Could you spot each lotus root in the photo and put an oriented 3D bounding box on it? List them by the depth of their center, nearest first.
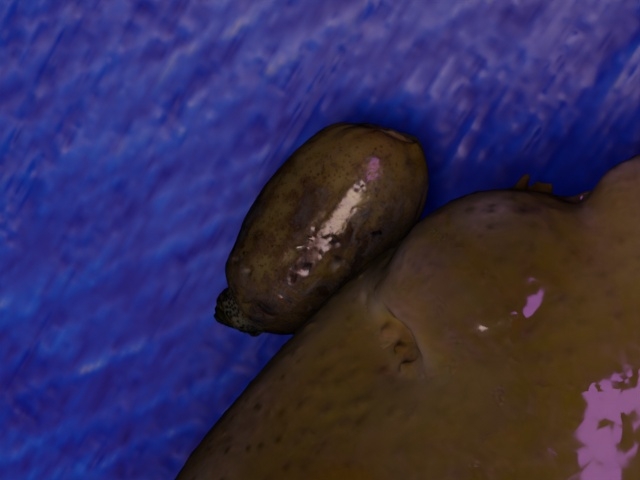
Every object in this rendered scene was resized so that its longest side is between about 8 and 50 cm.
[{"bbox_3d":[0.000,0.000,0.679,0.049,0.054,0.099,46,109,16],"label":"lotus root"}]

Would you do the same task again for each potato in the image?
[{"bbox_3d":[0.046,0.133,0.644,0.218,0.202,0.351,20,98,5],"label":"potato"}]
